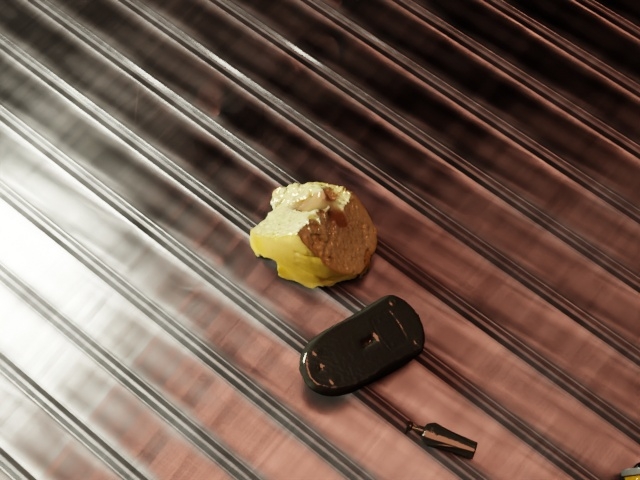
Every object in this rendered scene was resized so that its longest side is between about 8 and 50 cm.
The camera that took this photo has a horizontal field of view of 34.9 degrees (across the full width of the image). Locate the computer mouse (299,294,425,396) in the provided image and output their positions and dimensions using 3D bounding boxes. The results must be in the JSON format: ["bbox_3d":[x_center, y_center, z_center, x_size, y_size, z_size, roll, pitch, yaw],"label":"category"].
[{"bbox_3d":[0.076,0.214,1.979,0.270,0.086,0.137,-27,77,-20],"label":"computer mouse"}]

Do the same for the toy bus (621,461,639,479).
[{"bbox_3d":[0.661,0.463,1.847,0.210,0.126,0.136,-3,75,-1],"label":"toy bus"}]

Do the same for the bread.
[{"bbox_3d":[-0.003,0.004,2.080,0.211,0.224,0.183,48,61,-25],"label":"bread"}]

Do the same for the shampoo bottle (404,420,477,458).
[{"bbox_3d":[0.230,0.377,1.938,0.137,0.027,0.048,20,65,9],"label":"shampoo bottle"}]
